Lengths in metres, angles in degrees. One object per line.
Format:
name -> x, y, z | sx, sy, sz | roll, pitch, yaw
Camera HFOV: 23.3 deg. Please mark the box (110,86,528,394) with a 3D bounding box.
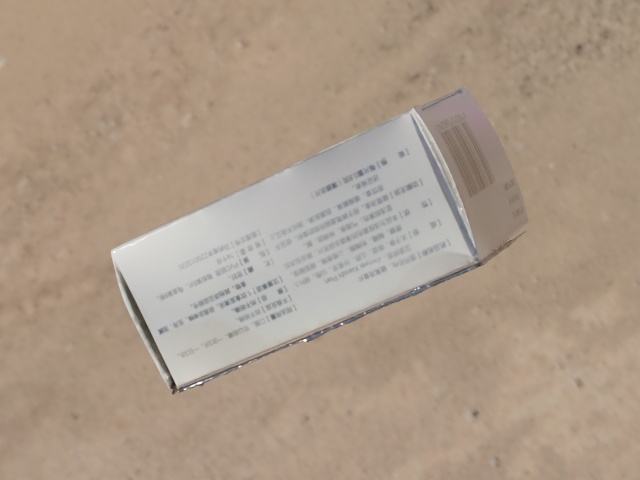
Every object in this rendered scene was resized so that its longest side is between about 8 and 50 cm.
box -> -0.002, 0.001, 1.368 | 0.333, 0.145, 0.173 | -24, 1, 24
